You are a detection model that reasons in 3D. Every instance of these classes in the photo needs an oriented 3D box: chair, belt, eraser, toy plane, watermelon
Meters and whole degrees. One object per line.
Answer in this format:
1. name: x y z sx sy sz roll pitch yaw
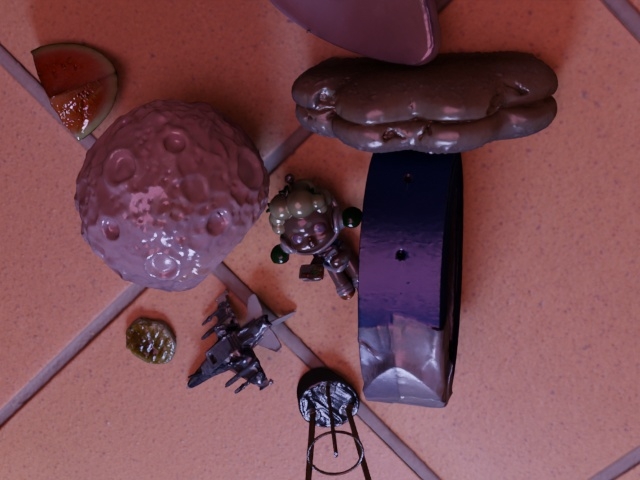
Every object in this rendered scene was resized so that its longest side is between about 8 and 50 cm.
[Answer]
1. chair: 0.022 0.280 1.647 0.095 0.221 0.104 22 117 -20
2. belt: 0.123 0.049 1.500 0.117 0.212 0.347 4 109 12
3. eraser: 0.062 -0.310 1.429 0.243 0.059 0.204 49 116 11
4. toy plane: -0.139 0.166 1.698 0.234 0.082 0.160 -36 72 25
5. watermelon: -0.356 -0.214 1.591 0.135 0.094 0.125 38 125 3

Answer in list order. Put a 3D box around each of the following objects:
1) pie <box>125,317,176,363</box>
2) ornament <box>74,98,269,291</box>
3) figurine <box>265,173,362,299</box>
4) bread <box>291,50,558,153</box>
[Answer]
1. pie: -0.259 0.156 1.760 0.084 0.020 0.084 6 114 14
2. ornament: -0.202 -0.064 1.518 0.225 0.259 0.259 43 117 -9
3. figurine: 0.000 0.000 1.580 0.147 0.093 0.197 -27 105 19
4. bread: 0.122 -0.170 1.427 0.337 0.183 0.102 1 110 13
